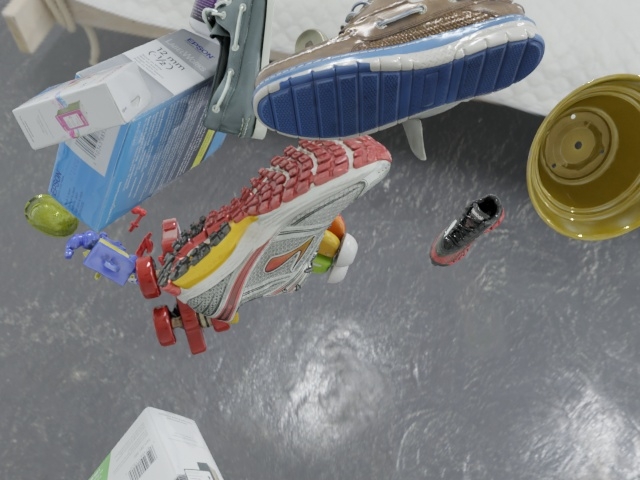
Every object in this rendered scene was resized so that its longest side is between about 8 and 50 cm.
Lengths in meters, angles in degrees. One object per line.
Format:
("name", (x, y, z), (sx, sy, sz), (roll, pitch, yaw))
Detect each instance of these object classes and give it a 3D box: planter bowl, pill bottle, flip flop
("planter bowl", (0.358, -0.116, 0.872), (0.217, 0.217, 0.090), (-7, 23, -6))
("pill bottle", (-0.197, -0.457, 1.315), (0.108, 0.193, 0.108), (20, 17, -7))
("flip flop", (-0.009, -0.364, 1.443), (0.112, 0.080, 0.277), (-23, 62, 20))

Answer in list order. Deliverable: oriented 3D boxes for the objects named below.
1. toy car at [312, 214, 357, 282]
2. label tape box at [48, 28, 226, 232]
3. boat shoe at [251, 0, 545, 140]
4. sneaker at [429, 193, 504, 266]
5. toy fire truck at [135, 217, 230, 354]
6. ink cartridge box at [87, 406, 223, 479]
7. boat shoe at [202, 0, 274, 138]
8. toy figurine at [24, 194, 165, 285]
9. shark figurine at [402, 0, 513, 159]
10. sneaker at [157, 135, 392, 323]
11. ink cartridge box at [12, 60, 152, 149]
("toy car", (0.000, 0.000, 1.471), (0.159, 0.182, 0.136), (19, 58, -2))
("label tape box", (-0.258, -0.200, 1.077), (0.115, 0.249, 0.347), (38, 43, 3))
("boat shoe", (0.042, -0.115, 0.418), (0.183, 0.066, 0.066), (-13, 61, -9))
("sneaker", (0.420, -0.036, 1.900), (0.276, 0.135, 0.097), (-40, 69, -9))
("toy fire truck", (-0.330, 0.110, 1.617), (0.169, 0.302, 0.254), (-15, 17, -6))
("ink cartridge box", (-0.193, 0.341, 0.803), (0.160, 0.092, 0.219), (-51, 43, 6))
("boat shoe", (-0.121, -0.310, 0.960), (0.099, 0.116, 0.319), (1, 94, -13))
("toy figurine", (-0.509, 0.000, 1.569), (0.191, 0.362, 0.217), (-51, 27, 4))
("shark figurine", (0.132, -0.200, 0.817), (0.116, 0.278, 0.166), (-8, 82, -42))
("sneaker", (-0.032, -0.010, 0.574), (0.225, 0.093, 0.088), (-35, 31, 17))
("ink cartridge box", (-0.266, -0.155, 0.752), (0.122, 0.052, 0.088), (-11, 28, 14))
